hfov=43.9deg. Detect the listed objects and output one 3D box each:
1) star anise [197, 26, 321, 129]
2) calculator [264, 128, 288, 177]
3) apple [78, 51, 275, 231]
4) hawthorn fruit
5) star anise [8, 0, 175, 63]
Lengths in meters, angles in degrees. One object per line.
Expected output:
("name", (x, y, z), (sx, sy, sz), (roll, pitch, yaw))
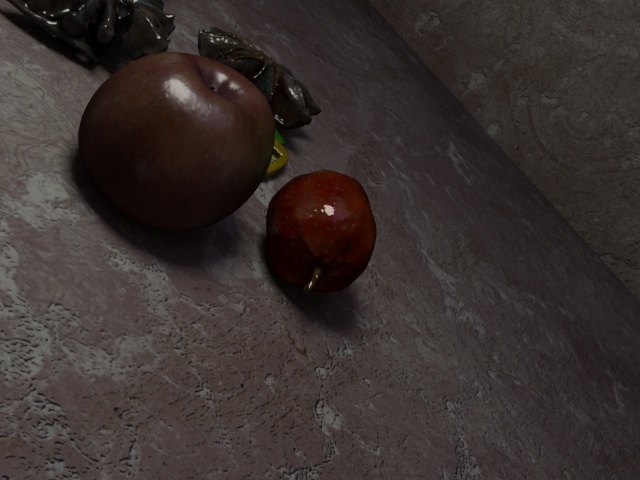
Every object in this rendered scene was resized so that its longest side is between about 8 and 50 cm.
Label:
("star anise", (-0.139, -0.350, 1.742), (0.331, 0.118, 0.332), (32, 20, -13))
("calculator", (-0.137, -0.192, 1.618), (0.146, 0.032, 0.235), (44, 28, 1))
("apple", (-0.214, -0.157, 1.234), (0.305, 0.235, 0.306), (31, 29, -20))
("hawthorn fruit", (0.000, 0.000, 1.358), (0.205, 0.205, 0.253), (30, 37, -26))
("star anise", (-0.422, -0.417, 1.458), (0.359, 0.139, 0.316), (36, 27, 17))
